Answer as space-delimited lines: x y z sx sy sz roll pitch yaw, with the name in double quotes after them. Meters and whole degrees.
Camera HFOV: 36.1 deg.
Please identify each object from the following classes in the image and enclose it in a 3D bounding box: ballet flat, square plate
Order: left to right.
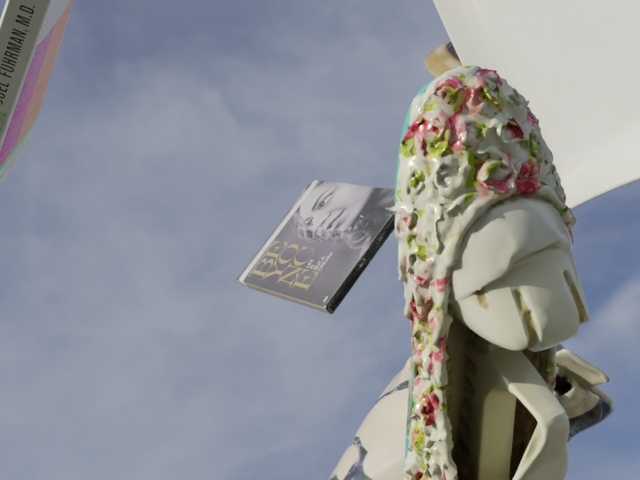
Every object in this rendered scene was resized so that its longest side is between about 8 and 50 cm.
0.081 0.047 0.424 0.091 0.077 0.241 -16 -63 -22 "ballet flat"
0.218 -0.207 0.915 0.049 0.344 0.347 -24 -3 -14 "square plate"

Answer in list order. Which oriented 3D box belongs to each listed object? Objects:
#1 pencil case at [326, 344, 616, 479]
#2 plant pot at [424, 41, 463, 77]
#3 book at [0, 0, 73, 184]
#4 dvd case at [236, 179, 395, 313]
0.061 0.234 0.797 0.410 0.160 0.183 -51 -6 -5 "pencil case"
0.268 -0.243 1.429 0.236 0.236 0.032 3 -60 -26 "plant pot"
-0.155 -0.097 0.511 0.035 0.096 0.144 21 -64 -16 "book"
0.000 0.000 1.150 0.018 0.221 0.164 44 -106 -26 "dvd case"
